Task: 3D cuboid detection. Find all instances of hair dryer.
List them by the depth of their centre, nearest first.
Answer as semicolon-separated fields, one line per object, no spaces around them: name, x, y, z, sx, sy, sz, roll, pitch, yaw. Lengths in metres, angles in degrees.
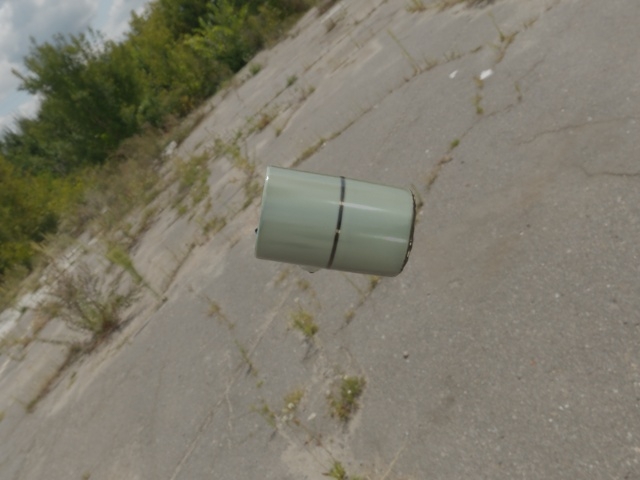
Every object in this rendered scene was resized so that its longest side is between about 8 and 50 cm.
hair dryer;0.000;0.000;0.861;0.362;0.203;0.128;124;153;-76
